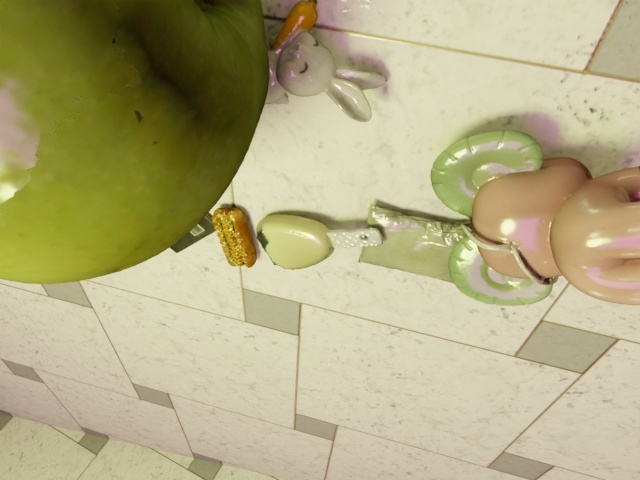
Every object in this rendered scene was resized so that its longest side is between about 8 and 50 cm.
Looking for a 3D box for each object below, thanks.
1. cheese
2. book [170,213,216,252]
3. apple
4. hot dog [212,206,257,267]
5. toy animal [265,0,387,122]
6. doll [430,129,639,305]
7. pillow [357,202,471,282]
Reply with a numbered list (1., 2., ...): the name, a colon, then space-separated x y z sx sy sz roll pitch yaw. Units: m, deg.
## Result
1. cheese: 0.000 0.000 0.868 0.251 0.054 0.127 -3 133 31
2. book: -0.338 -0.075 0.956 0.160 0.024 0.228 -23 123 36
3. apple: -0.283 -0.188 0.507 0.474 0.473 0.473 11 137 10
4. hot dog: -0.176 -0.006 0.951 0.071 0.045 0.165 8 138 16
5. toy animal: -0.011 -0.238 0.634 0.182 0.131 0.127 4 168 27
6. doll: 0.294 -0.018 0.640 0.268 0.216 0.284 -5 115 31
7. pillow: 0.187 0.012 0.833 0.230 0.050 0.148 14 131 11
